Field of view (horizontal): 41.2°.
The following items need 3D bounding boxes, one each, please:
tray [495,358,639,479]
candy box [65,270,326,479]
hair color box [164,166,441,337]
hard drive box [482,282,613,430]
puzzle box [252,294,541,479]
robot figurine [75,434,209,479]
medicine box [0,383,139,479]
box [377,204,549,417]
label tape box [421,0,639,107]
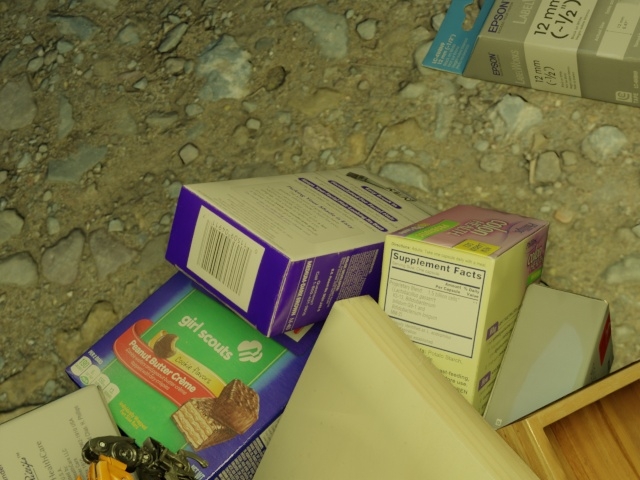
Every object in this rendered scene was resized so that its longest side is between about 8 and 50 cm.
[{"bbox_3d":[0.334,0.322,0.765,0.202,0.076,0.411,-18,74,-27],"label":"tray"},{"bbox_3d":[-0.116,0.159,1.101,0.268,0.122,0.317,33,64,33],"label":"candy box"},{"bbox_3d":[0.000,0.000,1.057,0.185,0.338,0.110,34,119,32],"label":"hair color box"},{"bbox_3d":[0.247,0.192,0.939,0.089,0.181,0.232,13,69,26],"label":"hard drive box"},{"bbox_3d":[0.039,0.296,0.888,0.272,0.052,0.409,47,128,33],"label":"puzzle box"},{"bbox_3d":[-0.130,0.308,0.802,0.085,0.291,0.211,-48,21,31],"label":"robot figurine"},{"bbox_3d":[-0.399,0.306,1.000,0.289,0.263,0.149,-21,86,-35],"label":"medicine box"},{"bbox_3d":[0.153,0.101,0.945,0.117,0.213,0.243,14,108,27],"label":"box"},{"bbox_3d":[0.339,-0.351,1.242,0.347,0.115,0.249,18,70,27],"label":"label tape box"}]
